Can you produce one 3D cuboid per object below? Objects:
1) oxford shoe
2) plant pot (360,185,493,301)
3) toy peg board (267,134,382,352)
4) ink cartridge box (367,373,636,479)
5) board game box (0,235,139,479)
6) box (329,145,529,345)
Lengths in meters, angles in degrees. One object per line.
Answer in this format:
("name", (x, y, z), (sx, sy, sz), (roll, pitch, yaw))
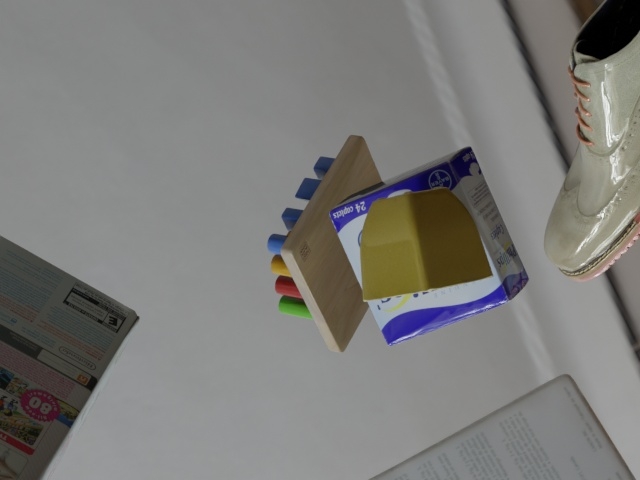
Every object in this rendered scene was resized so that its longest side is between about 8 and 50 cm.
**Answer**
("oxford shoe", (0.298, -0.144, 1.656), (0.146, 0.397, 0.140), (11, -159, -25))
("plant pot", (0.082, 0.000, 1.352), (0.081, 0.081, 0.083), (-9, -92, -40))
("toy peg board", (0.000, 0.000, 1.666), (0.161, 0.079, 0.161), (-60, -38, -31))
("ink cartridge box", (0.175, 0.363, 1.710), (0.308, 0.385, 0.091), (60, 174, 18))
("board game box", (-0.310, 0.122, 1.356), (0.224, 0.097, 0.303), (29, -146, -2))
("box", (0.097, 0.005, 1.450), (0.137, 0.126, 0.072), (65, -156, -5))
